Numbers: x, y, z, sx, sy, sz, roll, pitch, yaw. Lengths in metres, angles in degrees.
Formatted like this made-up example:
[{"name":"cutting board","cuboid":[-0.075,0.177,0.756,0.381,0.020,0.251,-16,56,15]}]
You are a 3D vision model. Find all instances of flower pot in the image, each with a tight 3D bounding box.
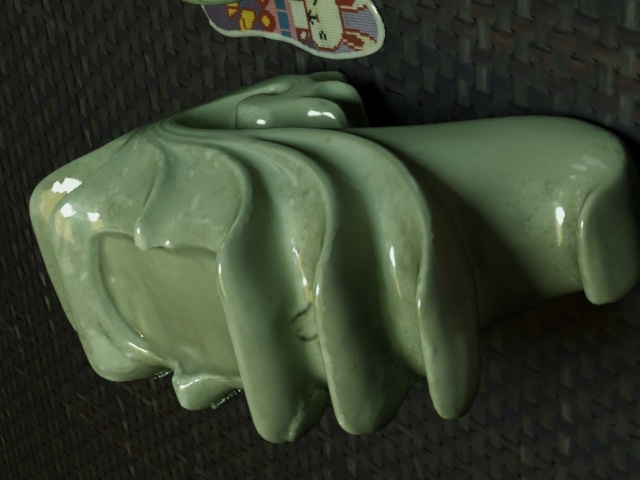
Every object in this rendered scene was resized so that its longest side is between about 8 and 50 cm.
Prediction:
[{"name":"flower pot","cuboid":[0.000,0.000,0.948,0.367,0.254,0.164,14,126,47]}]

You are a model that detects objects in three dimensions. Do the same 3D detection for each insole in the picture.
[{"name":"insole","cuboid":[-0.025,-0.166,1.075,0.197,0.004,0.065,17,128,44]}]

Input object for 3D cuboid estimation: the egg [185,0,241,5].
[{"name":"egg","cuboid":[-0.081,-0.231,0.991,0.164,0.131,0.131,54,148,31]}]
